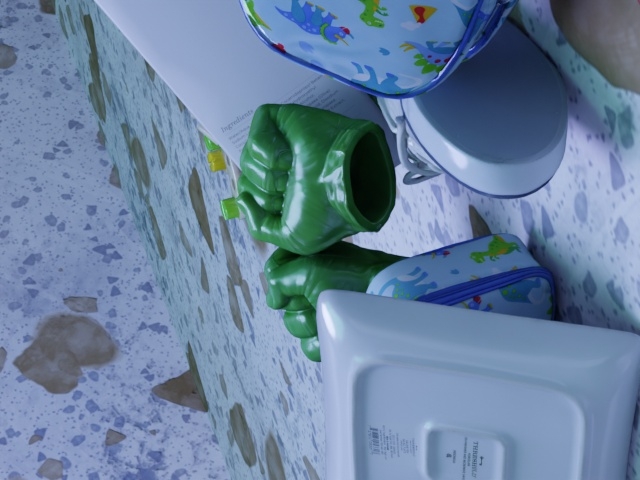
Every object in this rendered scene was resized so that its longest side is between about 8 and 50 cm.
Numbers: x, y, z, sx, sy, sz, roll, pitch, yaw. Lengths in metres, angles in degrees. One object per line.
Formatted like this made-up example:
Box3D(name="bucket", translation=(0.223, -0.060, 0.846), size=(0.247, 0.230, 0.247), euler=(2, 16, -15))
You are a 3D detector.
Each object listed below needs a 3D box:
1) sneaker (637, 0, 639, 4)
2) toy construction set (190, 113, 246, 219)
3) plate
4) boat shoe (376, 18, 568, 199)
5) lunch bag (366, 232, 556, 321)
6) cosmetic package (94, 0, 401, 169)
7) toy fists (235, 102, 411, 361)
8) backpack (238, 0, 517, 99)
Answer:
Box3D(name="sneaker", translation=(0.233, -0.204, 0.868), size=(0.093, 0.088, 0.225), euler=(-156, 53, -69))
Box3D(name="toy construction set", translation=(-0.074, -0.114, 1.935), size=(0.327, 0.151, 0.215), euler=(86, 168, -80))
Box3D(name="plate", translation=(0.129, 0.177, 1.293), size=(0.045, 0.278, 0.277), euler=(-65, -22, -49))
Box3D(name="boat shoe", translation=(0.108, -0.112, 1.304), size=(0.367, 0.136, 0.156), euler=(-119, 21, -50))
Box3D(name="lunch bag", translation=(0.126, 0.111, 1.370), size=(0.090, 0.176, 0.219), euler=(-124, 25, -50))
Box3D(name="cosmetic package", translation=(-0.080, -0.213, 1.456), size=(0.365, 0.155, 0.197), euler=(50, -163, -26))
Box3D(name="toy fists", translation=(0.000, 0.000, 1.394), size=(0.142, 0.096, 0.279), euler=(11, 131, 36))
Box3D(name="backpack", translation=(0.058, -0.274, 1.090), size=(0.355, 0.290, 0.273), euler=(92, -161, -75))
